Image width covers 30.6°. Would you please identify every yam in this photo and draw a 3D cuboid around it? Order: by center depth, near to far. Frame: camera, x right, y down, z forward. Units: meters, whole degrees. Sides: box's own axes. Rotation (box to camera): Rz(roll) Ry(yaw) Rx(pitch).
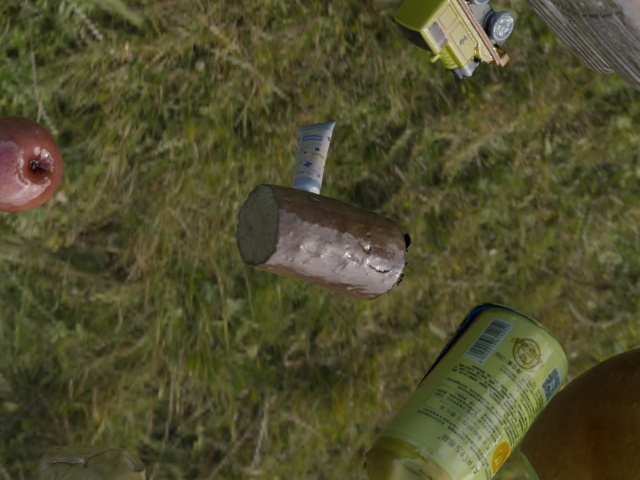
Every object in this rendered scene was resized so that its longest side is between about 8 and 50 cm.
[{"bbox_3d":[0.001,0.002,0.978,0.127,0.084,0.084,14,120,-28],"label":"yam"}]

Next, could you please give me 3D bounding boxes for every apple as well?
[{"bbox_3d":[0.413,0.306,1.311,0.374,0.374,0.384,24,140,-18],"label":"apple"},{"bbox_3d":[-0.471,-0.118,1.812,0.120,0.153,0.153,3,128,34],"label":"apple"}]

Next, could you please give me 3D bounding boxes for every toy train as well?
[{"bbox_3d":[0.184,-0.299,1.606,0.127,0.089,0.219,-49,137,-4],"label":"toy train"}]

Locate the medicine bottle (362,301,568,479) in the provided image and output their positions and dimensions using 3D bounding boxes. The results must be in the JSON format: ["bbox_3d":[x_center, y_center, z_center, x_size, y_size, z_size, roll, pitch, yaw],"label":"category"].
[{"bbox_3d":[0.145,0.183,1.192,0.239,0.124,0.124,-47,123,-26],"label":"medicine bottle"}]

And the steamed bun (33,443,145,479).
[{"bbox_3d":[-0.176,0.219,0.756,0.192,0.177,0.106,-43,117,-9],"label":"steamed bun"}]

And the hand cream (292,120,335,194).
[{"bbox_3d":[-0.015,-0.119,1.805,0.065,0.171,0.043,-5,139,17],"label":"hand cream"}]

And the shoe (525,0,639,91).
[{"bbox_3d":[0.250,-0.238,0.896,0.198,0.351,0.172,-41,112,10],"label":"shoe"}]
